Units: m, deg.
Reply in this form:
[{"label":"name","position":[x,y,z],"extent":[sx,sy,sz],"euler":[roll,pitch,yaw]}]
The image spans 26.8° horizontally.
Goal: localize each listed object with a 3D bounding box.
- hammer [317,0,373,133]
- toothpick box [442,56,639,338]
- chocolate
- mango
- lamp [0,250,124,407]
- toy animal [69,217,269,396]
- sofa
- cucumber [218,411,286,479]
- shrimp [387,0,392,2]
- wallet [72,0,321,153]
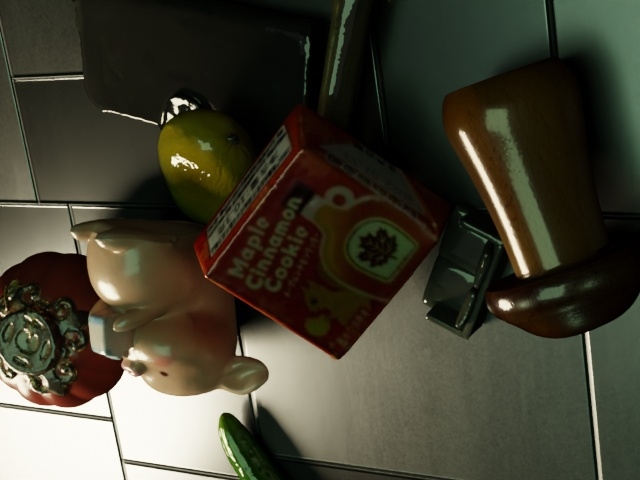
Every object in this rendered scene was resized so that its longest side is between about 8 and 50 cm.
[{"label":"hammer","position":[0.018,-0.146,1.621],"extent":[0.168,0.044,0.439],"euler":[9,115,-3]},{"label":"toothpick box","position":[0.245,-0.042,1.469],"extent":[0.192,0.192,0.294],"euler":[-18,91,36]},{"label":"chocolate","position":[0.000,0.000,1.607],"extent":[0.235,0.108,0.237],"euler":[34,112,-13]},{"label":"mango","position":[-0.136,-0.085,1.711],"extent":[0.137,0.091,0.237],"euler":[26,158,17]},{"label":"lamp","position":[-0.369,0.126,1.916],"extent":[0.227,0.227,0.226],"euler":[12,115,29]},{"label":"toy animal","position":[-0.206,0.090,1.785],"extent":[0.195,0.213,0.256],"euler":[15,113,49]},{"label":"sofa","position":[0.171,0.039,1.619],"extent":[0.085,0.060,0.147],"euler":[30,122,20]},{"label":"cucumber","position":[-0.076,0.354,1.906],"extent":[0.056,0.056,0.250],"euler":[-38,84,37]},{"label":"shrimp","position":[0.145,-0.378,1.475],"extent":[0.154,0.062,0.294],"euler":[51,125,21]},{"label":"wallet","position":[-0.165,-0.225,1.737],"extent":[0.378,0.051,0.197],"euler":[18,120,27]}]
